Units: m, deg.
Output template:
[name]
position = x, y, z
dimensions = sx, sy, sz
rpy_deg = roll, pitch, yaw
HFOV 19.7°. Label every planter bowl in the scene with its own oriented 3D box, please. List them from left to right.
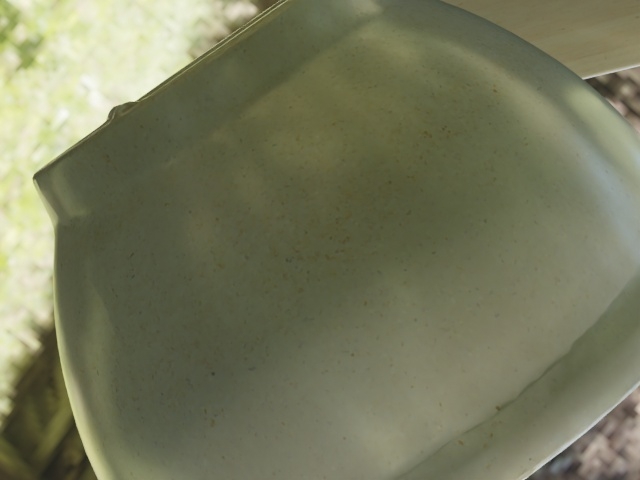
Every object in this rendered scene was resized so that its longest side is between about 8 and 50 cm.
[planter bowl]
position = 0.000, 0.000, 0.441
dimensions = 0.162, 0.109, 0.162
rpy_deg = -34, -172, 6

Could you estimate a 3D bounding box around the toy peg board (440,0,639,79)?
[toy peg board]
position = 0.077, -0.140, 0.669
dimensions = 0.161, 0.160, 0.079
rpy_deg = -11, -170, 32
